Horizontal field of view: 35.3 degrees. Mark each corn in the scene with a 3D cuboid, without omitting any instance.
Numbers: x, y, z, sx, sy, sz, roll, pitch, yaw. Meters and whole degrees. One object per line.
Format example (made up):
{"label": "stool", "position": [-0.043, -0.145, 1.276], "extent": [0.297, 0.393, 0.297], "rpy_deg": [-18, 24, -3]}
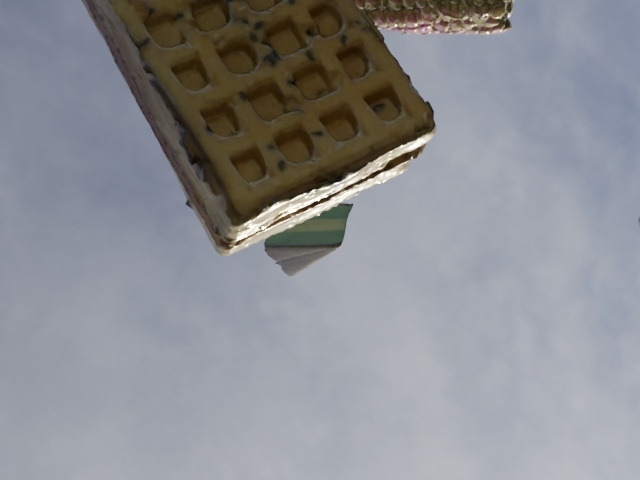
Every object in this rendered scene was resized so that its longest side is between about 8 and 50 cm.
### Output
{"label": "corn", "position": [0.068, -0.305, 1.212], "extent": [0.335, 0.126, 0.127], "rpy_deg": [11, -94, 7]}

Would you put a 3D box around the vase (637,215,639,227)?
{"label": "vase", "position": [0.553, -0.057, 1.145], "extent": [0.360, 0.165, 0.165], "rpy_deg": [-27, -79, 6]}

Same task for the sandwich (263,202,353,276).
{"label": "sandwich", "position": [0.000, 0.000, 1.280], "extent": [0.074, 0.116, 0.074], "rpy_deg": [52, -133, -45]}

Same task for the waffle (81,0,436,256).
{"label": "waffle", "position": [-0.075, -0.202, 1.048], "extent": [0.261, 0.114, 0.376], "rpy_deg": [-26, -104, -16]}
